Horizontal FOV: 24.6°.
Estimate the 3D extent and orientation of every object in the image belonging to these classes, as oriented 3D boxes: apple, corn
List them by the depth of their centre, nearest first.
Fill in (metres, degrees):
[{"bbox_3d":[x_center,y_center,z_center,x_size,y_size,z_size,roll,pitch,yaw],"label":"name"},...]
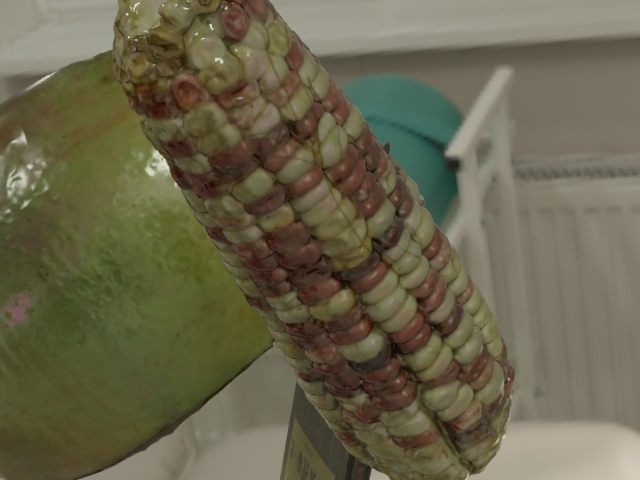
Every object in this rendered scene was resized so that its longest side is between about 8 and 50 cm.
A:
[{"bbox_3d":[0.000,0.000,0.517,0.079,0.237,0.079,-22,38,18],"label":"corn"},{"bbox_3d":[-0.117,0.015,0.780,0.265,0.193,0.120,-37,23,4],"label":"apple"}]

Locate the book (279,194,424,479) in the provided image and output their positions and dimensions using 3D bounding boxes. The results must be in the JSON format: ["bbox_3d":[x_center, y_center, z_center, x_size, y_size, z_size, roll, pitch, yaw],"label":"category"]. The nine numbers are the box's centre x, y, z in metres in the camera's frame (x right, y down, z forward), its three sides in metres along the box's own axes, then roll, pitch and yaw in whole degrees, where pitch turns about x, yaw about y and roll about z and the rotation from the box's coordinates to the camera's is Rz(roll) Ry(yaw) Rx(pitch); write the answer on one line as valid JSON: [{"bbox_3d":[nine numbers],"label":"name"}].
[{"bbox_3d":[0.014,0.075,0.845,0.024,0.228,0.160,10,8,-12],"label":"book"}]
